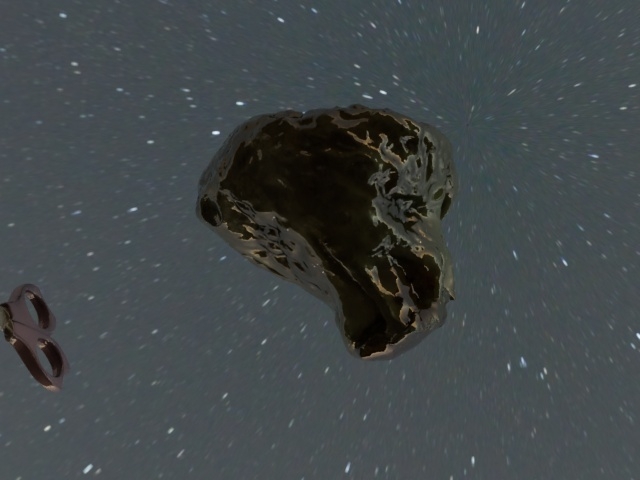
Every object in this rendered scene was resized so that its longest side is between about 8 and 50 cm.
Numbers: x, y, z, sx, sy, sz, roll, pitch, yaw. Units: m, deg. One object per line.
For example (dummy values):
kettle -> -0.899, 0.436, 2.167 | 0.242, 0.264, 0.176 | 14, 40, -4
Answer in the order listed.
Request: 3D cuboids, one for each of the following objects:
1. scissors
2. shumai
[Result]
scissors -> -0.285, 0.068, 1.088 | 0.021, 0.212, 0.110 | -27, -115, 12
shumai -> 0.000, 0.000, 1.170 | 0.260, 0.225, 0.222 | 5, -111, 7
